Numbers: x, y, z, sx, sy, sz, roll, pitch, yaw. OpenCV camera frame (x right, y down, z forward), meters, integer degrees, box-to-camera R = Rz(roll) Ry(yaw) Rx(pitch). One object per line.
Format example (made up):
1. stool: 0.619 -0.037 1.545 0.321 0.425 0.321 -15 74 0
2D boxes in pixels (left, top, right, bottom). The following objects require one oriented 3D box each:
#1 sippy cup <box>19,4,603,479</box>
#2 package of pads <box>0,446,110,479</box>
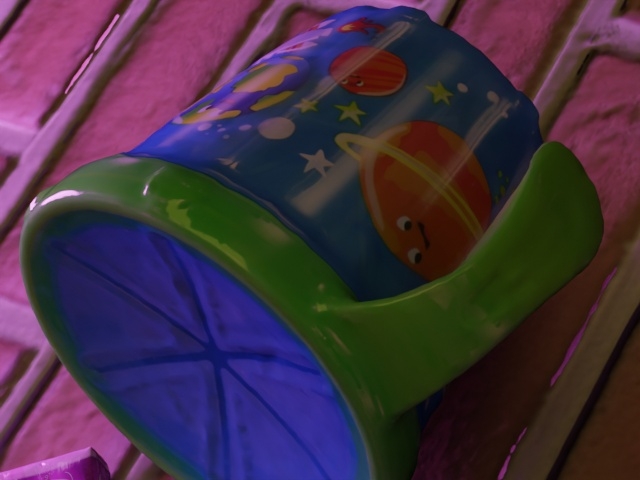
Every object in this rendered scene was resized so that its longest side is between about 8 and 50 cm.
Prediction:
1. sippy cup: 0.000 0.000 0.922 0.305 0.240 0.224 26 54 23
2. package of pads: -0.159 0.152 0.983 0.083 0.032 0.050 -16 56 8
